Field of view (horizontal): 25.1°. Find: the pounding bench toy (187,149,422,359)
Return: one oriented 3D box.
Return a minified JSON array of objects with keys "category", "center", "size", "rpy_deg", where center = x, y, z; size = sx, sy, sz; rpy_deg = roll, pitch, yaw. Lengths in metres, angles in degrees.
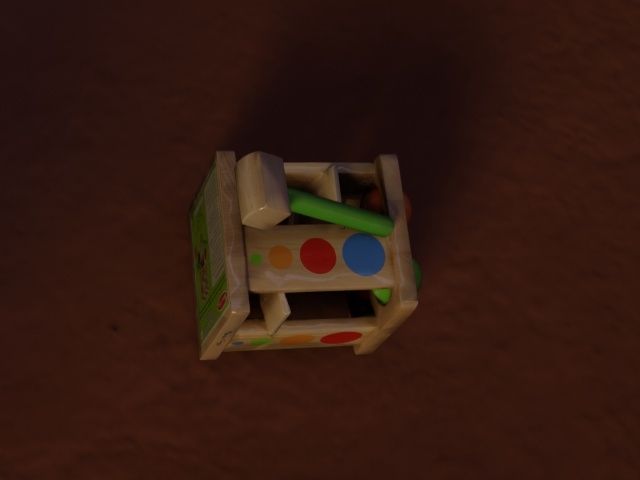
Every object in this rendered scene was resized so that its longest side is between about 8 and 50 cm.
[{"category":"pounding bench toy","center":[0.000,0.000,0.439],"size":[0.065,0.083,0.052],"rpy_deg":[-1,70,-16]}]
